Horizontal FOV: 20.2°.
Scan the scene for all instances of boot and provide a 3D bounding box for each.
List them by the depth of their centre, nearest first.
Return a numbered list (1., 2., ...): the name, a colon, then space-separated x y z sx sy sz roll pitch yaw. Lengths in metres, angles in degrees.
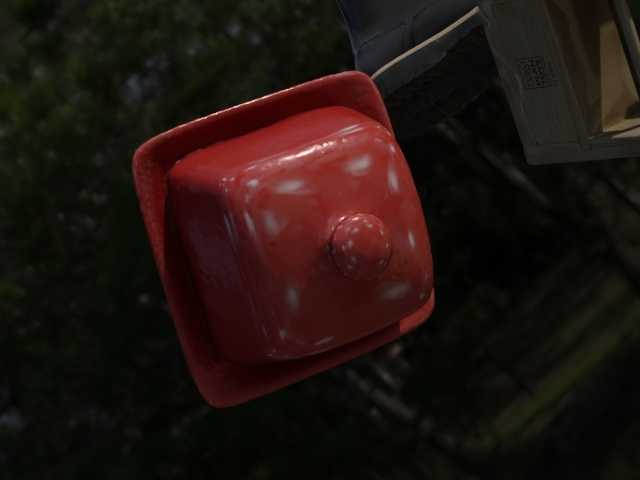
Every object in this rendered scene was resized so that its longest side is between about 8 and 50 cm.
1. boot: 0.094 -0.171 1.132 0.198 0.137 0.077 -28 -34 13

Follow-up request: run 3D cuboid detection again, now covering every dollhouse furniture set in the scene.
1. dollhouse furniture set: 0.113 -0.142 0.792 0.129 0.183 0.129 -28 15 -34

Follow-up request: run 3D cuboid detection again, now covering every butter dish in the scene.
1. butter dish: 0.000 0.000 0.971 0.160 0.160 0.118 -20 11 -23
